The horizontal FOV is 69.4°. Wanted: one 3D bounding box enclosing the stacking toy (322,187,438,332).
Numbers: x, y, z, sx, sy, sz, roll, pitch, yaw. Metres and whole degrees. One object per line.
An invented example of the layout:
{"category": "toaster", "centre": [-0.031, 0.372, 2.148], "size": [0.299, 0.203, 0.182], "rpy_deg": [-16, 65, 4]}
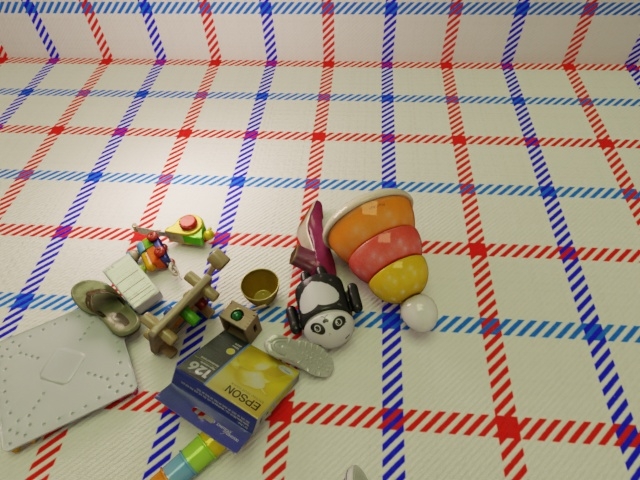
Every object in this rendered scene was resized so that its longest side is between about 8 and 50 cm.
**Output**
{"category": "stacking toy", "centre": [0.241, 0.095, 1.567], "size": [0.351, 0.350, 0.479], "rpy_deg": [-18, 64, -12]}

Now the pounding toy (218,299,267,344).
{"category": "pounding toy", "centre": [-0.250, 0.259, 1.533], "size": [0.130, 0.141, 0.100], "rpy_deg": [24, 55, 21]}

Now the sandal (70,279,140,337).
{"category": "sandal", "centre": [-0.725, 0.212, 1.565], "size": [0.303, 0.086, 0.120], "rpy_deg": [27, 56, 23]}

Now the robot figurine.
{"category": "robot figurine", "centre": [0.010, 0.219, 1.532], "size": [0.174, 0.209, 0.278], "rpy_deg": [15, 42, -32]}

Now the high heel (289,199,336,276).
{"category": "high heel", "centre": [0.000, 0.000, 1.789], "size": [0.182, 0.127, 0.377], "rpy_deg": [27, 47, -12]}

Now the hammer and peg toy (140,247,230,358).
{"category": "hammer and peg toy", "centre": [-0.420, 0.211, 1.524], "size": [0.127, 0.266, 0.361], "rpy_deg": [39, 58, 4]}

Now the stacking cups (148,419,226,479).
{"category": "stacking cups", "centre": [-0.383, 0.633, 1.264], "size": [0.316, 0.096, 0.096], "rpy_deg": [-39, 59, -24]}

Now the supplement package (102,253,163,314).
{"category": "supplement package", "centre": [-0.654, 0.154, 1.620], "size": [0.105, 0.105, 0.179], "rpy_deg": [-39, 83, -22]}

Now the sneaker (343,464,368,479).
{"category": "sneaker", "centre": [0.047, 0.717, 1.171], "size": [0.161, 0.102, 0.282], "rpy_deg": [-32, 21, 21]}

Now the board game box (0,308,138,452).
{"category": "board game box", "centre": [-0.822, 0.413, 1.490], "size": [0.390, 0.050, 0.389], "rpy_deg": [-24, 53, -17]}

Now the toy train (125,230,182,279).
{"category": "toy train", "centre": [-0.624, 0.092, 1.721], "size": [0.144, 0.105, 0.248], "rpy_deg": [-32, 55, -9]}

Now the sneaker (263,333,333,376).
{"category": "sneaker", "centre": [-0.067, 0.363, 1.467], "size": [0.235, 0.095, 0.090], "rpy_deg": [29, 66, -8]}

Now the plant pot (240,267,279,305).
{"category": "plant pot", "centre": [-0.207, 0.179, 1.627], "size": [0.135, 0.095, 0.134], "rpy_deg": [-2, 50, 2]}

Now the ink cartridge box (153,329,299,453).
{"category": "ink cartridge box", "centre": [-0.270, 0.427, 1.377], "size": [0.304, 0.072, 0.307], "rpy_deg": [24, 30, 20]}

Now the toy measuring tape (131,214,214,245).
{"category": "toy measuring tape", "centre": [-0.570, -0.056, 1.828], "size": [0.331, 0.121, 0.121], "rpy_deg": [9, 52, 10]}
